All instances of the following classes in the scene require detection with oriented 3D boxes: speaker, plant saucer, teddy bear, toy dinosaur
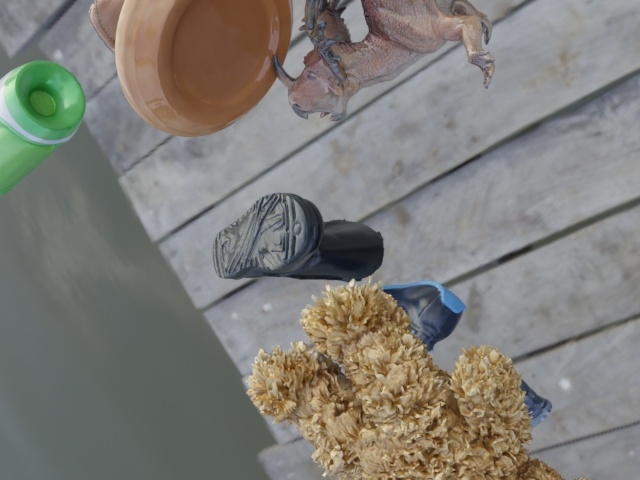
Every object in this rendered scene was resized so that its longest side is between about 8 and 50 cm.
[{"bbox_3d":[-0.466,-0.159,1.630,0.296,0.131,0.131,-26,93,47],"label":"speaker"},{"bbox_3d":[-0.097,-0.186,1.006,0.037,0.200,0.200,32,129,37],"label":"plant saucer"},{"bbox_3d":[0.087,0.185,0.932,0.245,0.113,0.338,-31,95,17],"label":"teddy bear"},{"bbox_3d":[0.074,-0.249,1.008,0.200,0.127,0.296,13,92,1],"label":"toy dinosaur"}]

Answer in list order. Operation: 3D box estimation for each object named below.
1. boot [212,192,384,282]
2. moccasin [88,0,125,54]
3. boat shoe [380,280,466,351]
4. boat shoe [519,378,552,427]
[{"bbox_3d":[0.000,0.000,1.409,0.246,0.207,0.094,-24,70,57],"label":"boot"},{"bbox_3d":[-0.215,-0.446,1.838,0.380,0.139,0.147,-39,78,0],"label":"moccasin"},{"bbox_3d":[0.089,0.110,1.383,0.109,0.089,0.258,35,160,-3],"label":"boat shoe"},{"bbox_3d":[0.264,0.249,1.593,0.083,0.065,0.183,37,155,-1],"label":"boat shoe"}]
